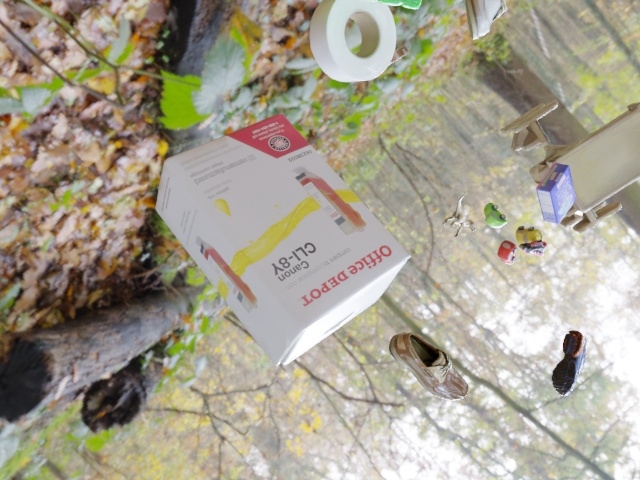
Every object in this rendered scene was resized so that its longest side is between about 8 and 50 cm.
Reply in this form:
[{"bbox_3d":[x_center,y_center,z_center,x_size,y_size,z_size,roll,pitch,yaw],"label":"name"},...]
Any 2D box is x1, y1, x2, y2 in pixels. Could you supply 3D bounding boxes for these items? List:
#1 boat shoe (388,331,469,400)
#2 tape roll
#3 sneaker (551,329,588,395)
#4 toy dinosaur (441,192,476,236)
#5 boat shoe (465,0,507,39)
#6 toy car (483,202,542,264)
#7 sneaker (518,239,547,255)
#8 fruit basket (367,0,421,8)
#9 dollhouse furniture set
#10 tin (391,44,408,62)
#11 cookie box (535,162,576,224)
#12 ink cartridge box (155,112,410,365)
[{"bbox_3d":[0.385,0.432,2.070,0.120,0.324,0.122,-42,-167,52],"label":"boat shoe"},{"bbox_3d":[0.107,-0.657,1.931,0.286,0.286,0.100,-45,-150,-20],"label":"tape roll"},{"bbox_3d":[0.839,0.411,1.992,0.083,0.087,0.221,21,-88,55],"label":"sneaker"},{"bbox_3d":[0.392,-0.070,1.713,0.092,0.053,0.183,-48,142,-7],"label":"toy dinosaur"},{"bbox_3d":[0.425,-0.620,1.541,0.103,0.113,0.302,-4,-135,17],"label":"boat shoe"},{"bbox_3d":[0.653,-0.034,2.148,0.053,0.225,0.239,-30,166,-26],"label":"toy car"},{"bbox_3d":[0.716,0.017,2.017,0.119,0.047,0.057,6,127,-34],"label":"sneaker"},{"bbox_3d":[0.117,-0.829,1.707,0.392,0.392,0.283,-46,169,-46],"label":"fruit basket"},{"bbox_3d":[0.744,-0.234,1.682,0.257,0.362,0.394,-33,-175,10],"label":"dollhouse furniture set"},{"bbox_3d":[0.249,-0.640,2.111,0.106,0.040,0.189,-22,-165,28],"label":"tin"},{"bbox_3d":[0.539,-0.107,1.374,0.040,0.107,0.092,19,-121,44],"label":"cookie box"},{"bbox_3d":[-0.071,-0.014,1.099,0.279,0.384,0.160,-30,163,-35],"label":"ink cartridge box"}]
